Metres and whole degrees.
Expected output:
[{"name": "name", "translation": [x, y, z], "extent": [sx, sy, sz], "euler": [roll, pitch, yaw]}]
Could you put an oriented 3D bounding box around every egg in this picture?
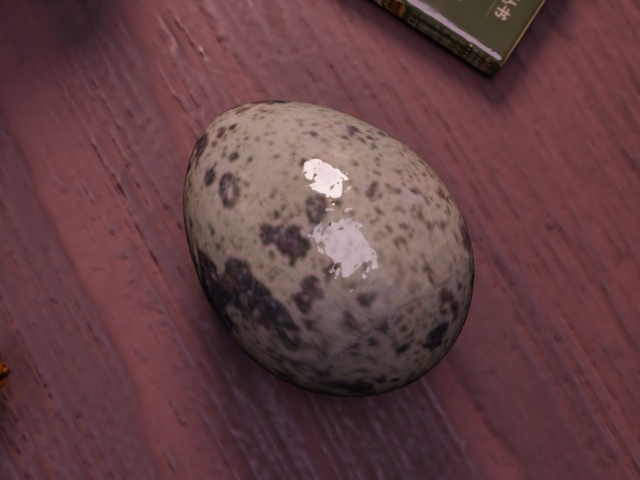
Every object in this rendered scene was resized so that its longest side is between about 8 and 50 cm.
[{"name": "egg", "translation": [0.000, 0.000, 0.488], "extent": [0.132, 0.132, 0.172], "euler": [-37, 73, -13]}]

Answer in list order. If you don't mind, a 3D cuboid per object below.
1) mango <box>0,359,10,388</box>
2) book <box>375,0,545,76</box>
[{"name": "mango", "translation": [-0.219, 0.067, 0.476], "extent": [0.127, 0.077, 0.063], "euler": [-3, 101, 7]}, {"name": "book", "translation": [0.051, -0.252, 0.606], "extent": [0.264, 0.027, 0.202], "euler": [33, 75, 3]}]
